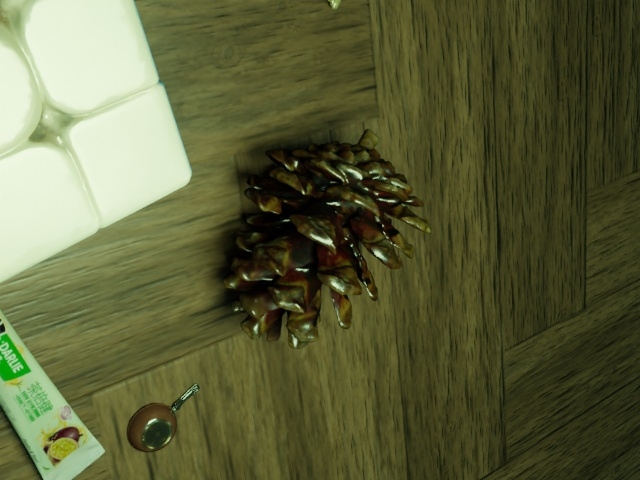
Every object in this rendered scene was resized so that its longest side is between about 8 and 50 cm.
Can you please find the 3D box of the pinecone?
[{"bbox_3d":[0.000,0.000,0.965,0.244,0.244,0.309,21,99,-39],"label":"pinecone"}]

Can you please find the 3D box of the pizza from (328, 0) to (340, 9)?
[{"bbox_3d":[0.042,-0.404,0.989,0.188,0.062,0.198,-1,103,-34],"label":"pizza"}]

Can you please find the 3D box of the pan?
[{"bbox_3d":[-0.201,0.234,1.003,0.115,0.023,0.068,-42,123,-20],"label":"pan"}]

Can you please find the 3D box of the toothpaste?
[{"bbox_3d":[-0.346,0.162,0.863,0.058,0.056,0.314,-15,121,8],"label":"toothpaste"}]

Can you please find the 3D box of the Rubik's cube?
[{"bbox_3d":[-0.327,-0.144,0.617,0.291,0.290,0.291,-33,128,-27],"label":"Rubik's cube"}]
